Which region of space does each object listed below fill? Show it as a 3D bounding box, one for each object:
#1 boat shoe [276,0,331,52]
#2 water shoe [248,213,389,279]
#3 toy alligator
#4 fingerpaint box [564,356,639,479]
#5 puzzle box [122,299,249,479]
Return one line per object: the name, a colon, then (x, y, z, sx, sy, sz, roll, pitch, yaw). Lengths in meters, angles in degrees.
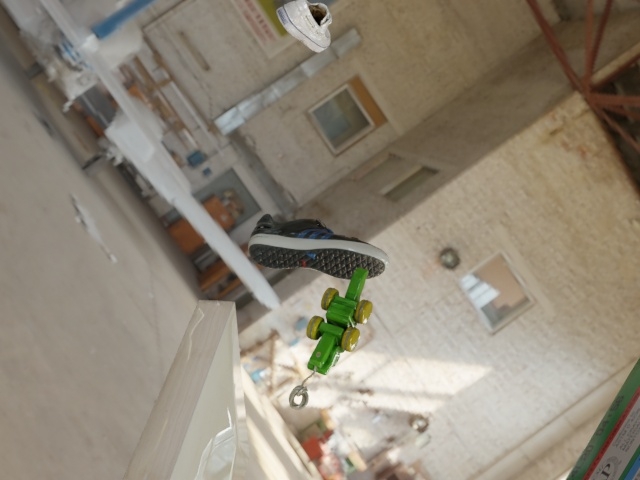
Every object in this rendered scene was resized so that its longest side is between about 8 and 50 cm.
boat shoe: (-0.006, -0.202, 0.824, 0.035, 0.035, 0.100, 65, 19, 12)
water shoe: (0.000, 0.000, 1.274, 0.073, 0.203, 0.080, 93, 6, -50)
toy alligator: (0.014, 0.118, 1.029, 0.056, 0.190, 0.051, 17, -27, 22)
fingerpaint box: (0.405, 0.085, 0.491, 0.371, 0.445, 0.163, 32, -4, 2)
puzzle box: (-0.154, 0.291, 1.040, 0.409, 0.052, 0.272, -76, 167, -60)
